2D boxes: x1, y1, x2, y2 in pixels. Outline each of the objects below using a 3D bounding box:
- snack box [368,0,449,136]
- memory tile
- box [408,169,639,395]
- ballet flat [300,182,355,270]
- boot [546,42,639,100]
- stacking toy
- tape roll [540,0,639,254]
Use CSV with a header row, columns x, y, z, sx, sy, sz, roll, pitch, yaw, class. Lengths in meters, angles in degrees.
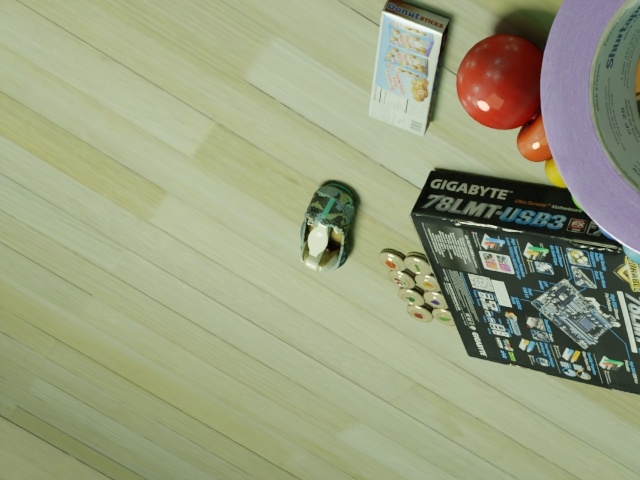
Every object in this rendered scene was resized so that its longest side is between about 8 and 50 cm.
x,y,z,sx,sy,sz,roll,pitch,yaw,class
0.086,-0.170,1.508,0.064,0.022,0.178,23,152,10,snack box
0.139,0.063,1.866,0.113,0.012,0.148,8,146,32,memory tile
0.274,0.057,1.678,0.293,0.073,0.295,9,147,28,box
0.000,0.000,1.825,0.070,0.070,0.188,22,152,10,ballet flat
0.296,-0.180,1.271,0.197,0.073,0.152,15,148,7,boot
0.266,-0.073,1.416,0.330,0.141,0.141,34,151,-5,stacking toy
0.312,-0.116,1.162,0.275,0.090,0.274,7,102,33,tape roll
